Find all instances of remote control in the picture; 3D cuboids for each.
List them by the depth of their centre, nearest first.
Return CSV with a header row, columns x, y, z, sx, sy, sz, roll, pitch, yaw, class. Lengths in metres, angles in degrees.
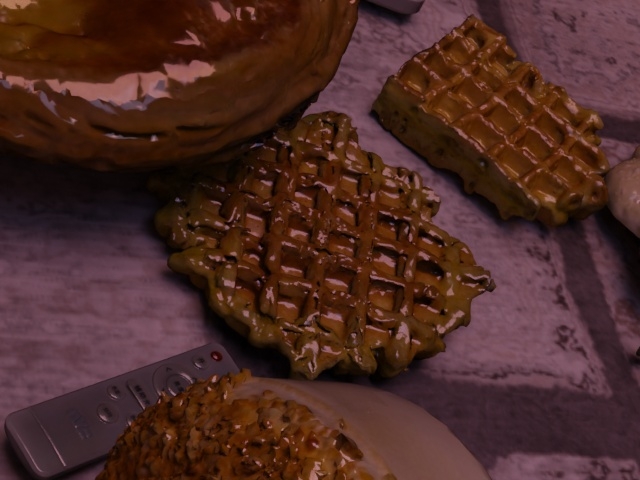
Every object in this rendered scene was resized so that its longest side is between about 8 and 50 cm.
x,y,z,sx,sy,sz,roll,pitch,yaw,class
-0.126,0.114,0.935,0.184,0.027,0.050,-17,65,-43,remote control

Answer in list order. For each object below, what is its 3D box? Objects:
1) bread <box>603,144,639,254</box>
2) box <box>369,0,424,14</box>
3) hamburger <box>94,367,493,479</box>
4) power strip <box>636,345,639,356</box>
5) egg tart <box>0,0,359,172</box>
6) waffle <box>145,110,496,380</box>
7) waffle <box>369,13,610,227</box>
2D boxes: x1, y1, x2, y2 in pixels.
x,y,z,sx,sy,sz,roll,pitch,yaw,class
0.404,0.001,1.270,0.316,0.054,0.316,16,36,-12,bread
-0.030,-0.307,1.326,0.285,0.044,0.142,19,45,-15,box
-0.019,0.210,0.740,0.179,0.276,0.294,-7,52,-47,hamburger
0.395,0.147,1.182,0.288,0.053,0.093,24,45,-11,power strip
-0.184,-0.221,1.055,0.443,0.178,0.443,13,56,-20,egg tart
-0.001,0.001,1.080,0.245,0.052,0.254,-27,68,-40,waffle
0.170,-0.097,1.251,0.211,0.055,0.160,39,45,9,waffle
